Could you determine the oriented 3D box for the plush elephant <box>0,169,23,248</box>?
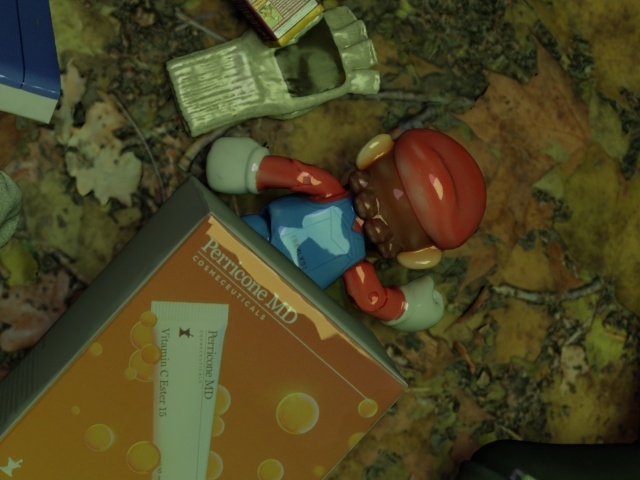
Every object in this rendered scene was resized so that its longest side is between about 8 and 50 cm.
[{"bbox_3d":[-0.376,-0.008,1.216,0.330,0.255,0.272,46,72,-16],"label":"plush elephant"}]

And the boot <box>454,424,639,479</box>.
[{"bbox_3d":[0.352,0.114,1.589,0.367,0.146,0.445,30,81,-30],"label":"boot"}]

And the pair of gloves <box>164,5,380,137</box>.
[{"bbox_3d":[-0.056,-0.228,1.481,0.204,0.042,0.240,-13,93,-23],"label":"pair of gloves"}]

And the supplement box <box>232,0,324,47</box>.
[{"bbox_3d":[-0.046,-0.218,1.439,0.055,0.043,0.083,-41,106,-11],"label":"supplement box"}]

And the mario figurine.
[{"bbox_3d":[0.000,0.000,1.479,0.321,0.170,0.198,-23,134,-12],"label":"mario figurine"}]

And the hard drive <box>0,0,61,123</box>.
[{"bbox_3d":[-0.365,-0.196,1.264,0.319,0.210,0.040,15,119,-23],"label":"hard drive"}]

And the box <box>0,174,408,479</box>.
[{"bbox_3d":[-0.134,0.153,1.307,0.215,0.168,0.345,41,93,-15],"label":"box"}]
